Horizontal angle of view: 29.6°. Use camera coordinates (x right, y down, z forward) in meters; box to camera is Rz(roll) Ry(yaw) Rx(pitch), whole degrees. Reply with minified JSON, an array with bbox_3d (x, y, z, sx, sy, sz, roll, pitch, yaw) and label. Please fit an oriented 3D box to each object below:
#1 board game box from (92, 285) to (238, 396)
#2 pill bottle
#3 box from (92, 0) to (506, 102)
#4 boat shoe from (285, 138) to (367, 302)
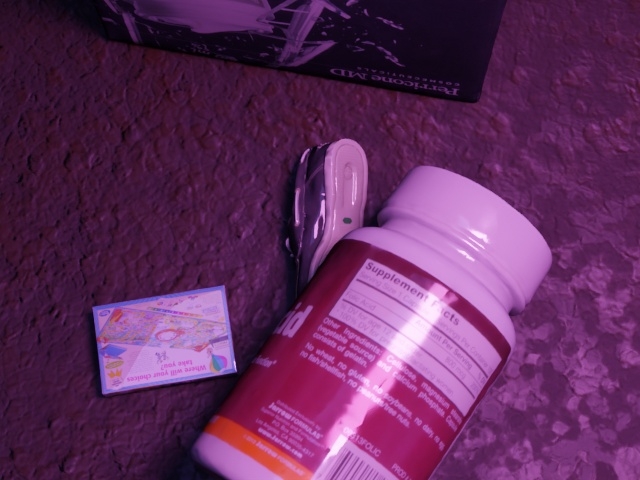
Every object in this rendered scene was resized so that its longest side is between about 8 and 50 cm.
[{"bbox_3d":[-0.178,0.115,1.388,0.154,0.026,0.103,-9,74,-1],"label":"board game box"},{"bbox_3d":[0.062,0.128,1.272,0.224,0.224,0.392,33,75,10],"label":"pill bottle"},{"bbox_3d":[-0.015,-0.401,1.297,0.480,0.472,0.297,11,76,4],"label":"box"},{"bbox_3d":[0.000,0.000,1.401,0.079,0.084,0.233,-1,79,41],"label":"boat shoe"}]
